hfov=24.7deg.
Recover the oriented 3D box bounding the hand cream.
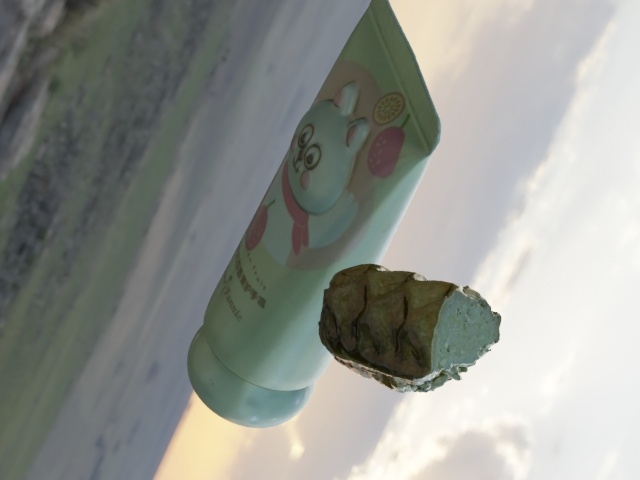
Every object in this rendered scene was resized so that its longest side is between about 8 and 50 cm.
[{"bbox_3d":[0.000,0.000,0.951,0.147,0.093,0.306,-106,-145,-45],"label":"hand cream"}]

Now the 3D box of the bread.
[{"bbox_3d":[0.041,0.048,0.768,0.060,0.066,0.110,-43,-151,-25],"label":"bread"}]
